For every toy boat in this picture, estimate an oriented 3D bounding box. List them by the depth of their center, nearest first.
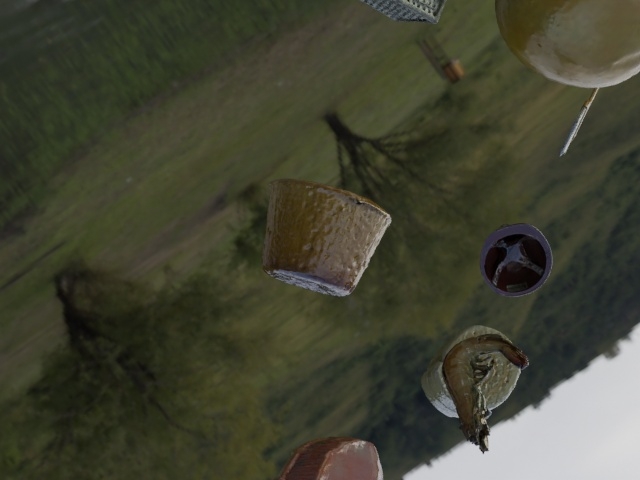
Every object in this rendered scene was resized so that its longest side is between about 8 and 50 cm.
[{"bbox_3d":[0.010,0.321,1.201,0.099,0.141,0.318,-50,170,22],"label":"toy boat"}]

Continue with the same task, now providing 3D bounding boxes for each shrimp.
[{"bbox_3d":[0.239,0.207,1.321,0.124,0.034,0.178,-26,-135,11],"label":"shrimp"}]

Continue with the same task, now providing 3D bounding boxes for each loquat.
[{"bbox_3d":[0.328,-0.310,1.186,0.244,0.244,0.244,-35,-177,2],"label":"loquat"}]

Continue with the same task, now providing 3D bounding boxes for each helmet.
[{"bbox_3d":[0.242,0.011,1.191,0.089,0.111,0.057,-12,-146,8],"label":"helmet"}]

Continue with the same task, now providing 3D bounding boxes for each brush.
[{"bbox_3d":[0.551,-0.286,1.941,0.272,0.013,0.103,-54,165,-37],"label":"brush"}]

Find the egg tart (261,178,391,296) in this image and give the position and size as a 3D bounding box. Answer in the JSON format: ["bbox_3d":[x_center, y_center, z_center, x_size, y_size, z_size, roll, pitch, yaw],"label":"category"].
[{"bbox_3d":[0.000,0.000,1.479,0.202,0.203,0.147,153,-46,-74],"label":"egg tart"}]

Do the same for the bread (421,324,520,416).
[{"bbox_3d":[0.256,0.228,1.617,0.148,0.134,0.141,-40,170,-14],"label":"bread"}]

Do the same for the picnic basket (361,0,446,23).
[{"bbox_3d":[0.140,-0.482,1.572,0.134,0.154,0.196,27,-84,58],"label":"picnic basket"}]
